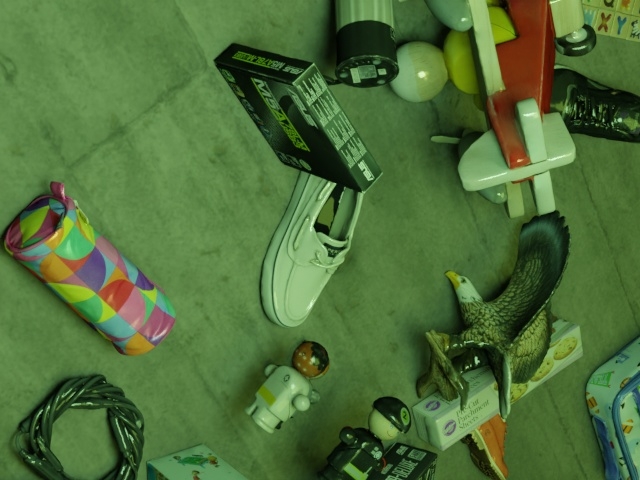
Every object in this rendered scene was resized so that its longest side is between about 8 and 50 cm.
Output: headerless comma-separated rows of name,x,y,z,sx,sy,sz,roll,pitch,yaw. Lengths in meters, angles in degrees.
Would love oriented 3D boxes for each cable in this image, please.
cable,-0.299,0.259,1.597,0.150,0.047,0.184,-52,126,-17

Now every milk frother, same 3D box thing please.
milk frother,0.026,-0.269,1.623,0.143,0.129,0.134,2,68,-9

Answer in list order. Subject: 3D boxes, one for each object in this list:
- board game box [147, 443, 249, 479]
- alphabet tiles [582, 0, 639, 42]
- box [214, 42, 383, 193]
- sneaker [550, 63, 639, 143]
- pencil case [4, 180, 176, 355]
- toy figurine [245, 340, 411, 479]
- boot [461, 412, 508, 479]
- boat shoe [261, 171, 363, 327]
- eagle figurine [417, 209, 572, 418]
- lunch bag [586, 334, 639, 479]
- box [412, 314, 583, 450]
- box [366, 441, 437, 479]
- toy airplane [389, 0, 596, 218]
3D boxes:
board game box,-0.112,0.435,1.622,0.097,0.303,0.224,-13,112,-33
alphabet tiles,0.512,-0.421,1.981,0.237,0.009,0.198,3,104,-37
box,-0.029,-0.156,1.558,0.045,0.184,0.190,-45,127,-14
sneaker,0.436,-0.208,1.923,0.283,0.124,0.107,3,103,-37
pencil case,-0.276,0.041,1.501,0.104,0.104,0.236,-48,128,-13
toy figurine,0.015,0.235,1.692,0.148,0.209,0.213,-49,171,-3
boot,0.288,0.336,2.047,0.084,0.059,0.158,-43,125,-23
boat shoe,0.000,0.000,1.694,0.096,0.088,0.267,19,93,-39
eagle figurine,0.284,0.115,1.886,0.298,0.226,0.225,-29,101,-20
lunch bag,0.606,0.325,2.243,0.243,0.115,0.303,-35,122,-19
box,0.294,0.228,2.007,0.324,0.063,0.067,-28,119,-26
box,0.089,0.492,1.861,0.242,0.076,0.307,-27,127,-67
toy airplane,0.219,-0.210,1.662,0.384,0.272,0.386,-17,107,-71
